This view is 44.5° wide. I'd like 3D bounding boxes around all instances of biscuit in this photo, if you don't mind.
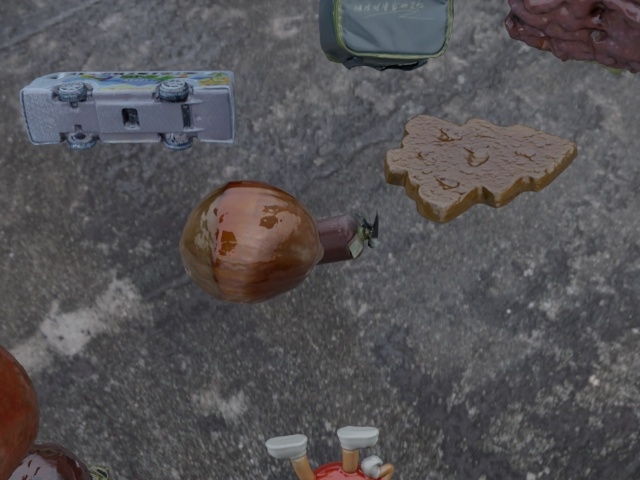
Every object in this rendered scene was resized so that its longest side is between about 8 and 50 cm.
[{"bbox_3d":[0.251,-0.118,1.226,0.301,0.043,0.278,-2,38,7],"label":"biscuit"}]

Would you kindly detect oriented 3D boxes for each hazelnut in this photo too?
[{"bbox_3d":[-0.098,0.004,1.128,0.214,0.214,0.176,2,74,6],"label":"hazelnut"}]

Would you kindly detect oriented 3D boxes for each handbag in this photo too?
[{"bbox_3d":[0.131,-0.465,1.624,0.263,0.222,0.241,2,11,-8],"label":"handbag"}]

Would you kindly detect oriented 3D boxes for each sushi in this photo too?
[{"bbox_3d":[0.257,-0.251,0.655,0.171,0.236,0.270,15,47,28],"label":"sushi"}]

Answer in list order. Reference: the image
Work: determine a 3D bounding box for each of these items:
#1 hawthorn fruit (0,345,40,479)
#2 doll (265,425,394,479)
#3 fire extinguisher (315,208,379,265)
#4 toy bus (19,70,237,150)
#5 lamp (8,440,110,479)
[{"bbox_3d":[-0.241,0.101,0.458,0.132,0.138,0.133,-5,39,4],"label":"hawthorn fruit"},{"bbox_3d":[0.018,0.358,1.120,0.183,0.217,0.085,-10,34,2],"label":"doll"},{"bbox_3d":[0.000,0.000,1.574,0.269,0.105,0.105,-10,52,20],"label":"fire extinguisher"},{"bbox_3d":[-0.298,-0.219,1.257,0.329,0.109,0.136,0,33,0],"label":"toy bus"},{"bbox_3d":[-0.275,0.284,0.798,0.135,0.156,0.157,12,54,-29],"label":"lamp"}]
